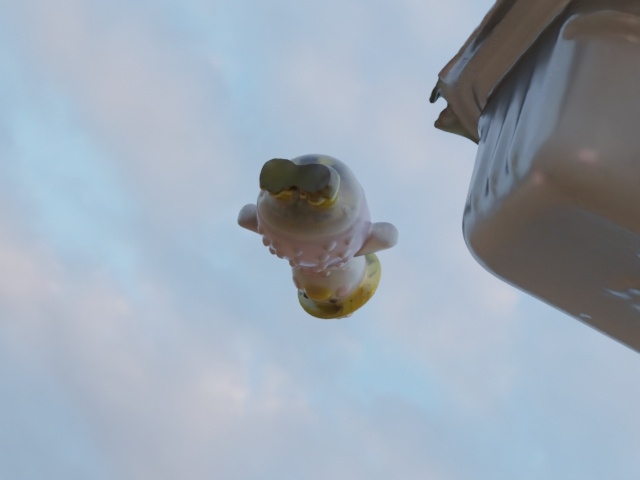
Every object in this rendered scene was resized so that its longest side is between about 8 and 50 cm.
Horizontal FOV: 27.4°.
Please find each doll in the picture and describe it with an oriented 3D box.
[{"bbox_3d":[0.000,0.000,1.026,0.129,0.081,0.207,7,-30,16],"label":"doll"}]

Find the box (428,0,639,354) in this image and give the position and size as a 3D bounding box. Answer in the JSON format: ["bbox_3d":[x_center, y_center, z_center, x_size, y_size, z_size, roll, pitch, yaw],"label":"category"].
[{"bbox_3d":[0.210,0.002,0.664,0.336,0.106,0.264,27,-20,-3],"label":"box"}]
